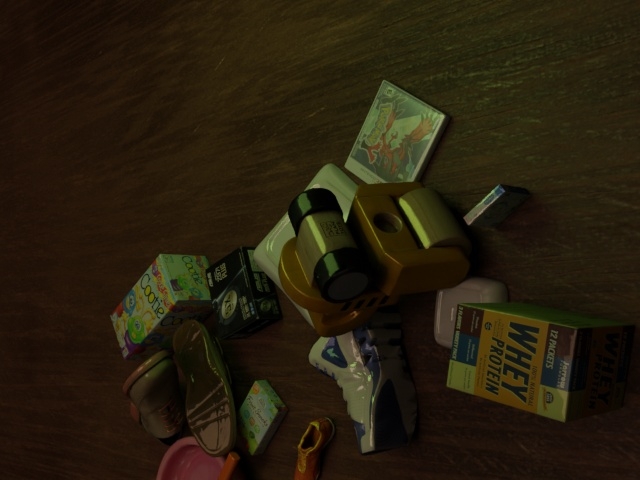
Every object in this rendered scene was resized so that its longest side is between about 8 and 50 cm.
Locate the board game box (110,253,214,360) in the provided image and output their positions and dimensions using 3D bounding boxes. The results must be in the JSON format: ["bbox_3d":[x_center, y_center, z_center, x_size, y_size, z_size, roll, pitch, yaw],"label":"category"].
[{"bbox_3d":[-0.396,0.172,1.957,0.275,0.142,0.144,-46,57,32],"label":"board game box"}]

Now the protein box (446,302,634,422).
[{"bbox_3d":[0.341,0.179,1.193,0.201,0.200,0.136,9,93,44],"label":"protein box"}]

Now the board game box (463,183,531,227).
[{"bbox_3d":[0.305,-0.058,1.325,0.090,0.090,0.020,-48,58,30],"label":"board game box"}]

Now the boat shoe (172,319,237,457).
[{"bbox_3d":[-0.251,0.350,1.821,0.123,0.123,0.342,-34,57,13],"label":"boat shoe"}]

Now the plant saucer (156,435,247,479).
[{"bbox_3d":[-0.273,0.634,1.840,0.332,0.084,0.332,-5,82,43],"label":"plant saucer"}]

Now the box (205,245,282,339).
[{"bbox_3d":[-0.182,0.124,1.797,0.147,0.077,0.180,-31,66,39],"label":"box"}]

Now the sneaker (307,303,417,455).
[{"bbox_3d":[0.075,0.263,1.515,0.182,0.127,0.315,-25,63,44],"label":"sneaker"}]

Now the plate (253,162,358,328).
[{"bbox_3d":[0.000,0.000,1.589,0.277,0.045,0.278,-51,50,6],"label":"plate"}]

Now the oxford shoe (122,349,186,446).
[{"bbox_3d":[-0.377,0.387,1.864,0.146,0.140,0.397,45,155,17],"label":"oxford shoe"}]

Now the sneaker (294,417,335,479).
[{"bbox_3d":[-0.028,0.451,1.627,0.064,0.067,0.175,28,108,40],"label":"sneaker"}]

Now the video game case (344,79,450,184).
[{"bbox_3d":[0.148,-0.195,1.538,0.183,0.023,0.201,40,114,39],"label":"video game case"}]

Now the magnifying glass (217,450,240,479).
[{"bbox_3d":[-0.233,0.576,1.734,0.092,0.026,0.231,39,114,40],"label":"magnifying glass"}]

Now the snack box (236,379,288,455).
[{"bbox_3d":[-0.141,0.405,1.761,0.100,0.037,0.141,46,117,36],"label":"snack box"}]

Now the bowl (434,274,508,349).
[{"bbox_3d":[0.261,0.133,1.380,0.142,0.053,0.142,5,89,44],"label":"bowl"}]

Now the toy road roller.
[{"bbox_3d":[0.084,0.043,1.406,0.240,0.329,0.202,106,150,-45],"label":"toy road roller"}]
